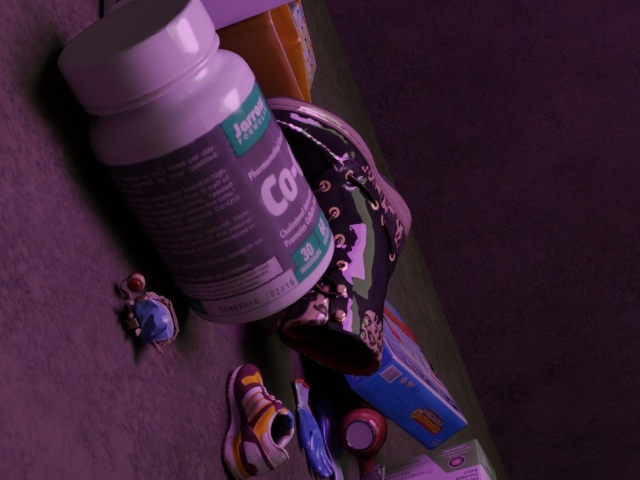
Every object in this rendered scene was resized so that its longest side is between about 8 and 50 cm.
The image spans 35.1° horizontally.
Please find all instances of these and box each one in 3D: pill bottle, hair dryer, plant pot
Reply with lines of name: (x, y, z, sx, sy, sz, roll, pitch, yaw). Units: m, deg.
pill bottle: (-0.141, -0.094, 1.185, 0.204, 0.204, 0.361, -90, 157, -56)
hair dryer: (0.066, 0.376, 1.648, 0.293, 0.080, 0.223, -80, 171, -53)
plant pot: (-0.137, -0.285, 1.500, 0.212, 0.187, 0.212, 66, 12, -48)

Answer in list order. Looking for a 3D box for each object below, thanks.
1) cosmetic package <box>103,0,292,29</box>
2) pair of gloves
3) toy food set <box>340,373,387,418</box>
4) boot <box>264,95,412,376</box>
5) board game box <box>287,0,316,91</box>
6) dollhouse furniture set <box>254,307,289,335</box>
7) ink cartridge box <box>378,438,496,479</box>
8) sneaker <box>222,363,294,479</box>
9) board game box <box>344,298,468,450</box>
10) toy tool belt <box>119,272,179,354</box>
cosmetic package: (-0.115, -0.432, 1.403, 0.097, 0.377, 0.284, 58, 17, -52)
pair of gloves: (0.005, 0.310, 1.604, 0.198, 0.023, 0.159, 48, 26, -58)
toy food set: (0.096, 0.284, 1.901, 0.218, 0.071, 0.128, 41, 15, -55)
boot: (0.000, 0.000, 1.435, 0.377, 0.138, 0.284, 46, 45, -45)
board game box: (-0.098, -0.324, 1.805, 0.275, 0.144, 0.142, -82, 160, -66)
dollhouse furniture set: (-0.054, -0.008, 1.648, 0.201, 0.152, 0.374, 51, 40, -57)
ink cartridge box: (0.218, 0.513, 1.783, 0.278, 0.201, 0.117, -91, 157, -53)
sneaker: (-0.070, 0.221, 1.278, 0.185, 0.084, 0.069, -92, 159, -53)
board game box: (0.097, 0.181, 1.768, 0.308, 0.086, 0.302, 44, 11, -47)
toy tool belt: (-0.186, 0.079, 1.086, 0.051, 0.052, 0.083, -98, 164, -72)
